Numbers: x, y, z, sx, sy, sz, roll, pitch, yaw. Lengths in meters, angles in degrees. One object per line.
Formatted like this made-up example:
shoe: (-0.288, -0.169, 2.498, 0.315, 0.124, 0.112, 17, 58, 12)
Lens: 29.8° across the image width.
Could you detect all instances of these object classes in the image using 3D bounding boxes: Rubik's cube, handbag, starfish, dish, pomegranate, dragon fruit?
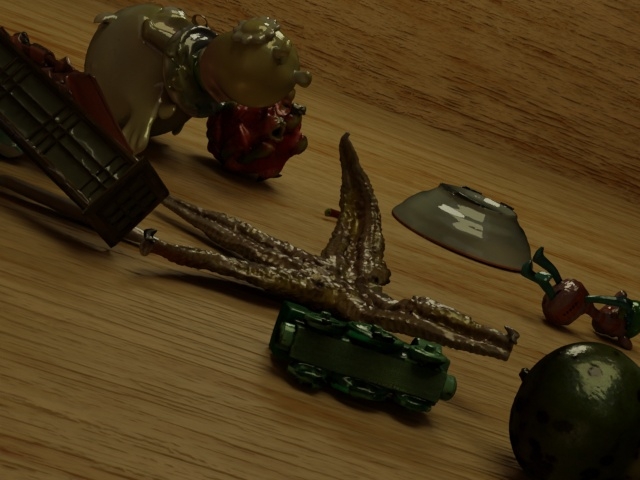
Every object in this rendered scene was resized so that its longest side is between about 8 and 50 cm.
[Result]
Rubik's cube: (-0.384, -0.142, 1.438, 0.075, 0.084, 0.073, 7, 8, 5)
handbag: (-0.336, -0.174, 1.506, 0.212, 0.059, 0.157, 30, -29, 38)
starfish: (-0.002, 0.009, 1.344, 0.383, 0.132, 0.398, 14, 27, -7)
dish: (0.257, -0.038, 2.050, 0.260, 0.085, 0.260, 20, 13, -5)
pomegranate: (0.252, 0.171, 1.078, 0.169, 0.148, 0.148, 33, 13, 0)
dragon fruit: (-0.090, -0.173, 1.857, 0.166, 0.160, 0.172, -28, 27, -16)

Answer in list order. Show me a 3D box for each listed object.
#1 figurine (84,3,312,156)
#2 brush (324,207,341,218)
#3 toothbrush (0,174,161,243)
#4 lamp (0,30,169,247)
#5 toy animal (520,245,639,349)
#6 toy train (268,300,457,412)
figurine: (-0.185, -0.223, 1.731, 0.394, 0.275, 0.227, 1, -38, 38)
brush: (0.042, -0.033, 1.820, 0.083, 0.019, 0.021, 15, 24, -35)
toothbrush: (-0.315, -0.057, 1.309, 0.307, 0.030, 0.025, 22, 14, -1)
lamp: (-0.303, -0.133, 1.290, 0.325, 0.089, 0.090, 43, -9, 23)
toy animal: (0.383, 0.085, 1.718, 0.208, 0.100, 0.103, 30, -29, -20)
toy train: (0.039, 0.110, 1.129, 0.178, 0.071, 0.104, 18, 3, -10)
